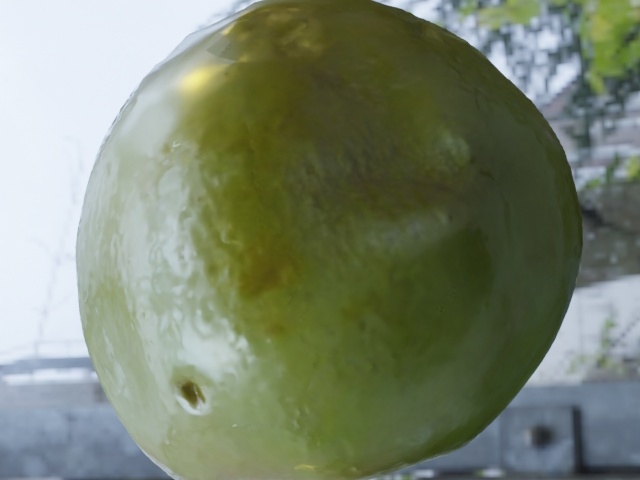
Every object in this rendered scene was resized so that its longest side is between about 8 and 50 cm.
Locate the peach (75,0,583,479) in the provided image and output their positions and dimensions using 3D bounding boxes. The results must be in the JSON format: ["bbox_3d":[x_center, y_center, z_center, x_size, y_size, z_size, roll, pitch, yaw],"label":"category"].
[{"bbox_3d":[-0.004,0.007,1.077,0.281,0.314,0.316,114,134,-67],"label":"peach"}]
